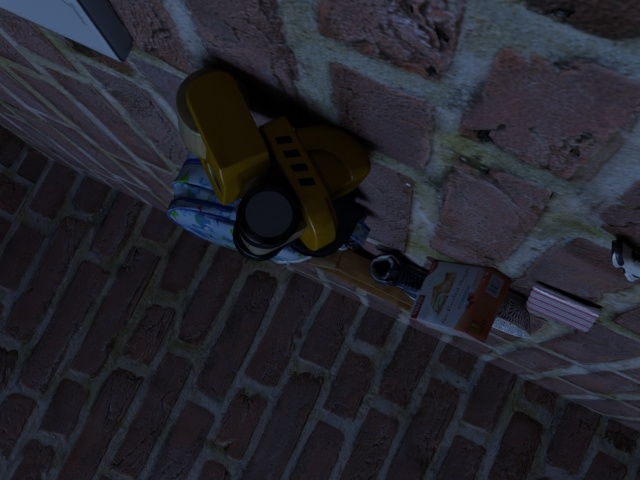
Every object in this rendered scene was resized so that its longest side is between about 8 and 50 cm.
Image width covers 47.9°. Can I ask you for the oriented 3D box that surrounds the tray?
[{"bbox_3d":[0.180,0.126,2.199,0.411,0.076,0.203,27,172,-25],"label":"tray"}]

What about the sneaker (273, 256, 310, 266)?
[{"bbox_3d":[-0.119,-0.049,1.778,0.146,0.122,0.330,-10,148,40],"label":"sneaker"}]

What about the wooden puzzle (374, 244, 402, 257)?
[{"bbox_3d":[0.179,0.028,1.899,0.083,0.006,0.049,21,170,26],"label":"wooden puzzle"}]

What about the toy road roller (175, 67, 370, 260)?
[{"bbox_3d":[-0.070,-0.136,1.177,0.329,0.241,0.202,62,168,4],"label":"toy road roller"}]

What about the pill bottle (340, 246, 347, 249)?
[{"bbox_3d":[0.050,0.006,2.016,0.043,0.043,0.083,28,171,-15],"label":"pill bottle"}]

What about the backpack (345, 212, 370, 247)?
[{"bbox_3d":[0.054,-0.039,1.604,0.114,0.084,0.105,25,173,42],"label":"backpack"}]

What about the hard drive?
[{"bbox_3d":[-0.482,-0.405,1.107,0.353,0.047,0.233,24,171,6],"label":"hard drive"}]

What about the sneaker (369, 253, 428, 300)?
[{"bbox_3d":[0.232,0.104,1.897,0.226,0.086,0.163,23,178,17],"label":"sneaker"}]

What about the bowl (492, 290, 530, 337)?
[{"bbox_3d":[0.435,0.162,1.720,0.170,0.080,0.170,25,172,4],"label":"bowl"}]

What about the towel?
[{"bbox_3d":[0.519,0.142,1.549,0.144,0.029,0.197,23,169,17],"label":"towel"}]

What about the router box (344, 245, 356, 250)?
[{"bbox_3d":[0.036,-0.033,1.819,0.133,0.046,0.179,25,171,10],"label":"router box"}]

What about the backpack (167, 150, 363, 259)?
[{"bbox_3d":[-0.140,-0.085,1.470,0.355,0.273,0.290,34,-178,28],"label":"backpack"}]

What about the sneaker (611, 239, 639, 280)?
[{"bbox_3d":[0.453,0.026,1.040,0.044,0.040,0.109,-5,155,42],"label":"sneaker"}]

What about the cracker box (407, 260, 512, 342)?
[{"bbox_3d":[0.314,0.135,1.653,0.067,0.155,0.232,30,170,-23],"label":"cracker box"}]
